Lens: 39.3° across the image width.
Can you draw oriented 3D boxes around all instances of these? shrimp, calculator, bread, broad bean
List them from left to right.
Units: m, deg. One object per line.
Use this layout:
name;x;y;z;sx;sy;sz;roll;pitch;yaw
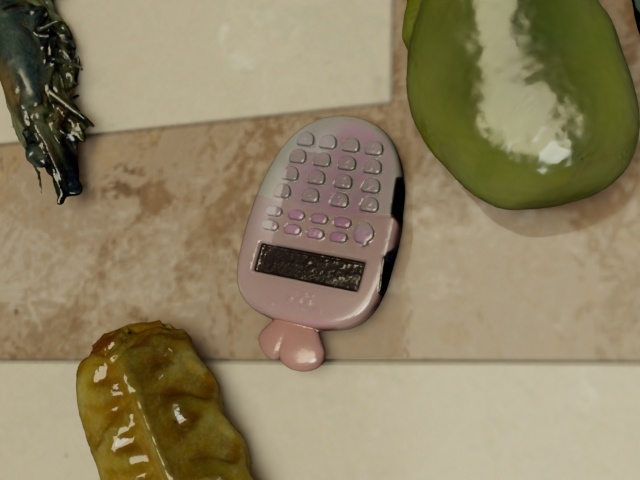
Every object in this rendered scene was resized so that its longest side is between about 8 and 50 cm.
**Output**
shrimp;-0.159;-0.166;0.652;0.198;0.051;0.261;-22;68;16
bread;-0.048;0.207;0.510;0.084;0.077;0.367;-34;69;16
calculator;0.000;0.000;0.565;0.103;0.024;0.165;11;80;23
broad bean;0.109;-0.104;0.512;0.124;0.082;0.174;-11;73;17

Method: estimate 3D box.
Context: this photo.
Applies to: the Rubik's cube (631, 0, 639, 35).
Rubik's cube;0.257;-0.131;0.418;0.162;0.163;0.160;-45;66;11
